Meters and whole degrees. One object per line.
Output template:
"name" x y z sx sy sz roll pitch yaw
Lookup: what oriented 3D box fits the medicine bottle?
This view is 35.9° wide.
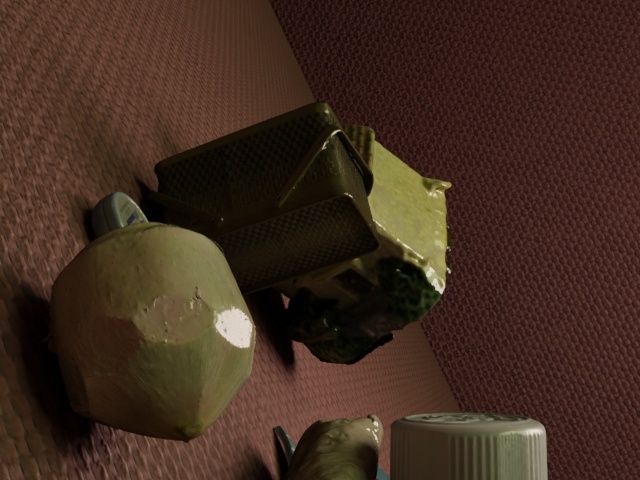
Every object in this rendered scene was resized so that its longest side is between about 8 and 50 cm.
"medicine bottle" 0.148 0.381 1.035 0.242 0.242 0.395 27 58 -74

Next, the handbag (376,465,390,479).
"handbag" 0.055 0.367 1.413 0.144 0.057 0.221 58 11 -10

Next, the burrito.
"burrito" -0.001 0.281 1.046 0.105 0.143 0.299 35 15 3

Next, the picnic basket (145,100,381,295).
"picnic basket" -0.068 -0.043 1.229 0.165 0.266 0.139 55 20 -58

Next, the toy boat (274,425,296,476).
"toy boat" -0.028 0.287 1.241 0.122 0.034 0.096 -105 171 -55

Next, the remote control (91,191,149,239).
"remote control" -0.169 0.060 1.055 0.244 0.047 0.087 61 7 -15

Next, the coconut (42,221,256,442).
"coconut" -0.138 0.084 0.808 0.171 0.170 0.183 51 16 -52

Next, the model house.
"model house" 0.000 0.000 1.454 0.266 0.321 0.261 39 38 -29
